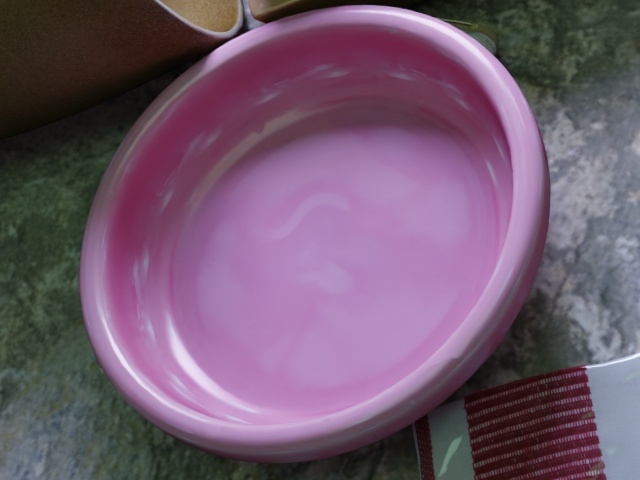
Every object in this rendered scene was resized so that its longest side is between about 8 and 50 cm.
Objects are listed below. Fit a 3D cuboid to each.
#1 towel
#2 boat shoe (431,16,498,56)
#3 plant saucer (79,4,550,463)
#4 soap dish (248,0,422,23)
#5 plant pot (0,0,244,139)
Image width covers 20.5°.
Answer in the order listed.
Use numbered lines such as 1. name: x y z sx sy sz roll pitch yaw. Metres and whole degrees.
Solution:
1. towel: 0.224 0.172 1.038 0.329 0.037 0.237 -15 61 17
2. boat shoe: 0.065 -0.138 1.269 0.135 0.050 0.045 13 45 27
3. plant saucer: 0.000 0.000 1.190 0.332 0.084 0.332 -12 59 20
4. soap dish: 0.075 -0.286 1.297 0.291 0.118 0.229 -20 57 12
5. plant pot: -0.229 -0.181 1.324 0.254 0.237 0.237 -33 54 20
